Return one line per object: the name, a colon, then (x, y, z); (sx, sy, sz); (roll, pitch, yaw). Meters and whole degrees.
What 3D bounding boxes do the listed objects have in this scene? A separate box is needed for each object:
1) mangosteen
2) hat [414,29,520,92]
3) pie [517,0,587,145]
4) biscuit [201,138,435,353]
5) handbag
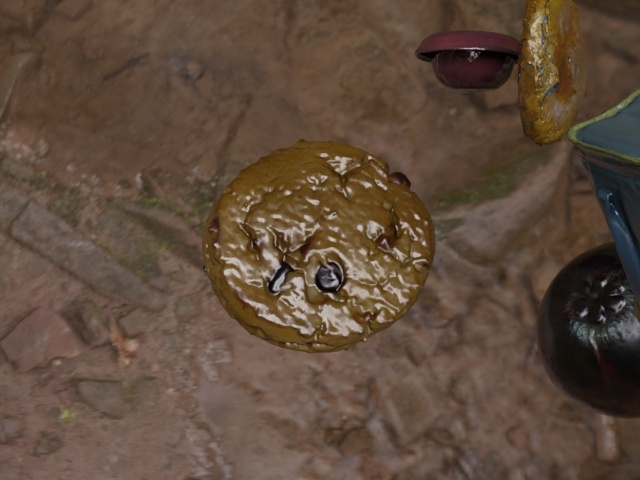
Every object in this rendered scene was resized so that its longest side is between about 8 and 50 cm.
mangosteen: (0.500, 0.151, 1.743); (0.300, 0.300, 0.301); (5, 78, -24)
hat: (0.255, -0.292, 1.795); (0.205, 0.205, 0.089); (3, 90, -25)
pie: (0.350, -0.280, 1.634); (0.273, 0.069, 0.274); (2, 88, -62)
biscuit: (0.000, 0.000, 1.316); (0.295, 0.075, 0.296); (2, 65, -4)
handbag: (0.401, -0.028, 1.041); (0.222, 0.263, 0.241); (-31, 116, -12)
